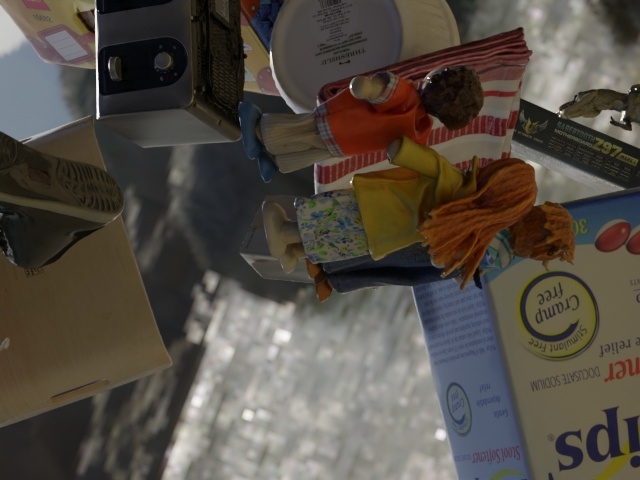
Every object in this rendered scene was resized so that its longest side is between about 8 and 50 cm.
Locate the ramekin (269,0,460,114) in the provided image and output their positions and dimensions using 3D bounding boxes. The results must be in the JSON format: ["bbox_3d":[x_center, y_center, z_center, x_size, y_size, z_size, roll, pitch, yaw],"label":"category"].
[{"bbox_3d":[0.041,-0.209,2.095,0.109,0.207,0.207,11,-77,-62],"label":"ramekin"}]

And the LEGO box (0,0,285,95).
[{"bbox_3d":[-0.139,-0.395,2.394,0.500,0.193,0.372,12,57,44],"label":"LEGO box"}]

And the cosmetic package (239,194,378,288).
[{"bbox_3d":[0.000,0.000,1.476,0.115,0.041,0.060,3,59,36],"label":"cosmetic package"}]

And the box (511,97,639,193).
[{"bbox_3d":[0.345,-0.109,2.443,0.183,0.233,0.059,17,-84,-84],"label":"box"}]

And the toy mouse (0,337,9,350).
[{"bbox_3d":[-0.278,0.127,1.195,0.031,0.143,0.161,19,-99,-63],"label":"toy mouse"}]

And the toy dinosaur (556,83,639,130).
[{"bbox_3d":[0.390,-0.125,2.027,0.118,0.268,0.064,-39,-34,-82],"label":"toy dinosaur"}]

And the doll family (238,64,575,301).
[{"bbox_3d":[0.065,-0.009,1.127,0.263,0.163,0.118,50,-149,-66],"label":"doll family"}]

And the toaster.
[{"bbox_3d":[-0.136,-0.180,1.748,0.186,0.110,0.168,29,-122,-72],"label":"toaster"}]

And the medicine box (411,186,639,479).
[{"bbox_3d":[0.246,0.112,1.634,0.149,0.263,0.289,152,106,-67],"label":"medicine box"}]

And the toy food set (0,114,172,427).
[{"bbox_3d":[-0.315,0.034,2.134,0.092,0.220,0.306,76,175,-85],"label":"toy food set"}]

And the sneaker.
[{"bbox_3d":[-0.309,-0.034,1.812,0.118,0.222,0.083,-42,44,34],"label":"sneaker"}]

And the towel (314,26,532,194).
[{"bbox_3d":[0.106,-0.097,2.091,0.329,0.237,0.037,92,159,-59],"label":"towel"}]
